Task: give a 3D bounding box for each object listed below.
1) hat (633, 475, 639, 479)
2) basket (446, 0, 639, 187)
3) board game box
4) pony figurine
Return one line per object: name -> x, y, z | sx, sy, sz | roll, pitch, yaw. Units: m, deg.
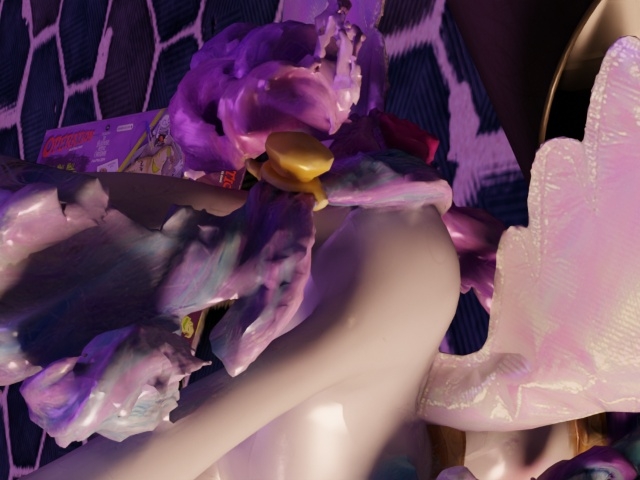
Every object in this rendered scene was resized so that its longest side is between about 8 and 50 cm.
hat -> 0.132, 0.144, 0.810 | 0.173, 0.183, 0.208 | -111, 34, -42
basket -> 0.141, -0.115, 0.885 | 0.227, 0.154, 0.204 | -113, 23, -52
board game box -> -0.181, -0.008, 1.594 | 0.347, 0.056, 0.208 | -2, 73, 58
pony figurine -> 0.014, 0.021, 0.676 | 0.303, 0.363, 0.351 | 37, 130, 37
